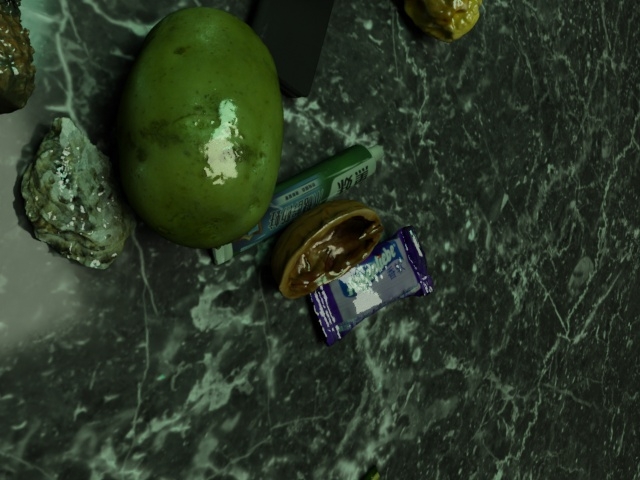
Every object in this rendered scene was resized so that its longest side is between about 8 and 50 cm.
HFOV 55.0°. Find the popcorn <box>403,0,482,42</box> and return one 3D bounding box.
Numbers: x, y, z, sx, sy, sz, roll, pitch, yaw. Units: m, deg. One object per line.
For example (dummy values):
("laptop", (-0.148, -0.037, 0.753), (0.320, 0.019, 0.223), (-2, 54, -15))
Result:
("popcorn", (0.222, -0.485, 1.167), (0.194, 0.140, 0.163), (33, 78, -28))

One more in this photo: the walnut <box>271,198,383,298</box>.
("walnut", (-0.003, -0.001, 0.986), (0.211, 0.087, 0.167), (-28, 150, -26))

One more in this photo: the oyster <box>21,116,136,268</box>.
("oyster", (-0.296, -0.051, 0.752), (0.125, 0.064, 0.177), (-54, 127, -32))

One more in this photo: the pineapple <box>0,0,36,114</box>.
("pineapple", (-0.365, -0.237, 0.661), (0.108, 0.108, 0.197), (2, 79, -43))

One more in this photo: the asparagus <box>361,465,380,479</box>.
("asparagus", (0.079, 0.467, 1.156), (0.108, 0.021, 0.025), (-36, 117, -36))

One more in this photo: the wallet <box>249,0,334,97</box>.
("wallet", (-0.046, -0.353, 0.982), (0.149, 0.044, 0.250), (25, 75, -45))

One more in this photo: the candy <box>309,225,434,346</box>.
("candy", (0.095, 0.077, 1.117), (0.275, 0.070, 0.145), (-23, 100, -30))

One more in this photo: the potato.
("potato", (-0.148, -0.143, 0.786), (0.216, 0.216, 0.304), (19, 80, -42))

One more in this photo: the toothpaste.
("toothpaste", (-0.023, -0.081, 1.003), (0.392, 0.061, 0.098), (-33, 140, -37))
